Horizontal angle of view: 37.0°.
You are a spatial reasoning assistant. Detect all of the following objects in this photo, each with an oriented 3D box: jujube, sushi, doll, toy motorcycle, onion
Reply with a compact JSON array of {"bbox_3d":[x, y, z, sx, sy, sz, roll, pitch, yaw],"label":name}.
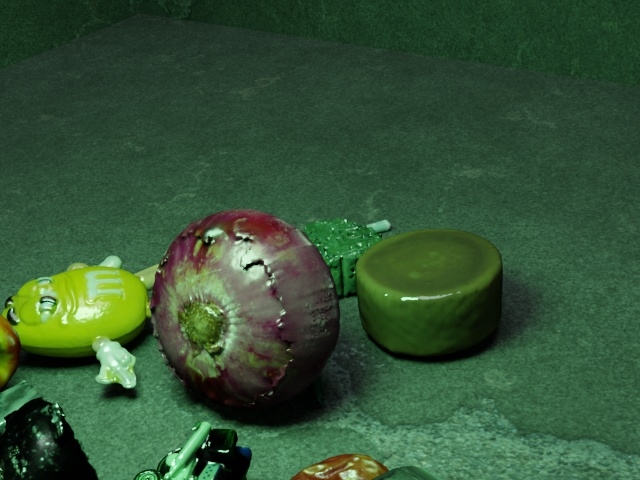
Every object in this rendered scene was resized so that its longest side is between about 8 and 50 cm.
[{"bbox_3d":[0.003,0.406,1.346,0.250,0.174,0.174,-20,33,-27],"label":"jujube"},{"bbox_3d":[-0.451,0.375,1.437,0.218,0.225,0.238,-27,29,-20],"label":"sushi"},{"bbox_3d":[-0.407,0.143,1.910,0.348,0.161,0.423,25,42,26],"label":"doll"},{"bbox_3d":[-0.194,0.424,1.416,0.196,0.125,0.331,4,35,15],"label":"toy motorcycle"},{"bbox_3d":[-0.114,0.112,1.708,0.345,0.358,0.358,-24,34,-32],"label":"onion"}]

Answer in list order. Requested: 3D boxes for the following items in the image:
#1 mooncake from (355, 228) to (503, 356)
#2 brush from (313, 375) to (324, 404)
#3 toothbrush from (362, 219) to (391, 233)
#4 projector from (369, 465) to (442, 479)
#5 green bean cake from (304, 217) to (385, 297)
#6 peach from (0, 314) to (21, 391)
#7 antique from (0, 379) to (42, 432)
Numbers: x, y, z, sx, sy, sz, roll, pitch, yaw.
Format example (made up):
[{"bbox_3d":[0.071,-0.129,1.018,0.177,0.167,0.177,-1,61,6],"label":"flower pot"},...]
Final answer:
[{"bbox_3d":[0.211,0.101,1.852,0.284,0.155,0.284,-7,30,4],"label":"mooncake"},{"bbox_3d":[-0.021,0.242,1.773,0.032,0.043,0.193,-23,31,7],"label":"brush"},{"bbox_3d":[0.000,0.002,2.189,0.342,0.030,0.025,-13,35,-14],"label":"toothbrush"},{"bbox_3d":[0.031,0.500,0.953,0.405,0.395,0.242,-25,34,-31],"label":"projector"},{"bbox_3d":[0.070,0.024,2.065,0.193,0.107,0.208,-13,29,-10],"label":"green bean cake"},{"bbox_3d":[-0.670,0.203,1.718,0.243,0.243,0.199,4,73,18],"label":"peach"},{"bbox_3d":[-0.567,0.335,1.664,0.183,0.088,0.086,-28,36,-31],"label":"antique"}]
